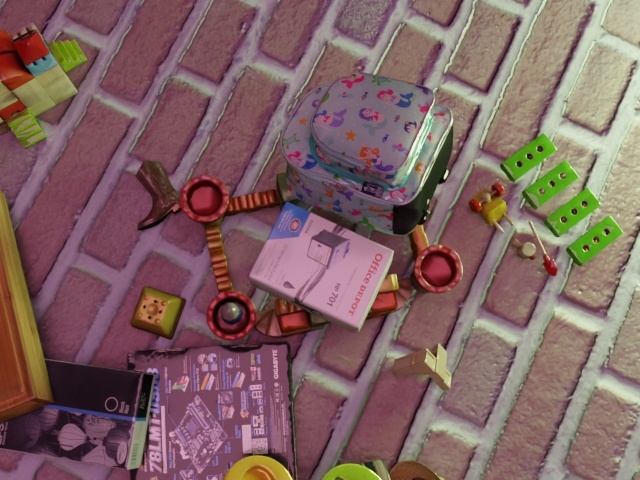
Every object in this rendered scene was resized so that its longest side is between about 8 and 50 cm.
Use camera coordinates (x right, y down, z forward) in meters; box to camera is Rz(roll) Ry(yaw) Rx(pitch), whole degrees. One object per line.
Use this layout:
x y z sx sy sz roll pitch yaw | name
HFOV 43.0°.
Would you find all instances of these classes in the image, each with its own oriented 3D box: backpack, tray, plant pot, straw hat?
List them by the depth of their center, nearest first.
0.064 -0.148 1.293 0.253 0.191 0.225 17 60 21 | backpack
-0.618 0.120 1.413 0.202 0.076 0.411 -22 71 3 | tray
0.195 0.449 1.450 0.061 0.144 0.144 -19 79 -47 | straw hat
-0.300 0.128 1.474 0.081 0.083 0.081 18 80 1 | plant pot

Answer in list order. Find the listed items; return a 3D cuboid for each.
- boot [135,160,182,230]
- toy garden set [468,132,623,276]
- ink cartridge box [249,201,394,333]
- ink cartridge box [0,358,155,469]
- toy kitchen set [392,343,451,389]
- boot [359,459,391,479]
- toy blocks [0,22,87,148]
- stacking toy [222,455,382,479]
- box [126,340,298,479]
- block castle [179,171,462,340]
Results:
-0.325 -0.088 1.534 0.106 0.037 0.114 -32 86 -21 | boot
0.421 -0.049 1.560 0.204 0.049 0.244 -36 84 -10 | toy garden set
0.003 0.044 1.291 0.190 0.082 0.140 24 78 7 | ink cartridge box
-0.462 0.291 1.412 0.332 0.065 0.165 4 80 13 | ink cartridge box
0.192 0.233 1.510 0.083 0.075 0.068 46 37 -26 | toy kitchen set
-0.012 0.568 1.390 0.284 0.138 0.377 3 85 -2 | boot
-0.611 -0.277 1.441 0.381 0.261 0.191 -31 83 -8 | toy blocks
-0.023 0.509 1.310 0.279 0.130 0.309 -1 61 -19 | stacking toy
-0.191 0.335 1.447 0.293 0.073 0.296 -5 79 0 | box
0.000 0.000 1.446 0.453 0.213 0.303 -12 81 -5 | block castle
